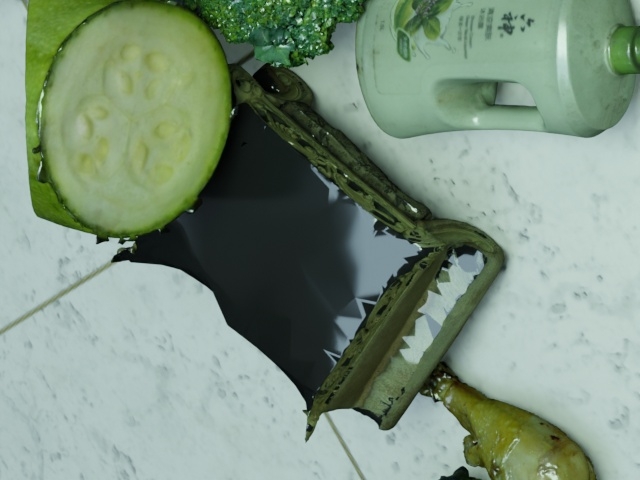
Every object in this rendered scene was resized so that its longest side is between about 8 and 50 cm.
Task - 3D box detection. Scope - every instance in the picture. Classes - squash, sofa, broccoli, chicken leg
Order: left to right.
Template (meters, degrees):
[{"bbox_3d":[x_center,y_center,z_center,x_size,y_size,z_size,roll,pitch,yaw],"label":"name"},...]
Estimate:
[{"bbox_3d":[-0.202,-0.110,1.297,0.260,0.189,0.189,19,125,45],"label":"squash"},{"bbox_3d":[-0.027,-0.221,1.237,0.195,0.156,0.195,-1,88,32],"label":"broccoli"},{"bbox_3d":[0.000,0.000,1.373,0.258,0.182,0.200,41,117,20],"label":"sofa"},{"bbox_3d":[0.142,0.160,1.371,0.178,0.070,0.093,40,141,30],"label":"chicken leg"}]

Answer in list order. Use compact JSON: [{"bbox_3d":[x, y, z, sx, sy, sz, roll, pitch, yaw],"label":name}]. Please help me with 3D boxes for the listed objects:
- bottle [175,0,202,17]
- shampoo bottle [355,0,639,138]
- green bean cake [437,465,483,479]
[{"bbox_3d":[-0.110,-0.261,1.350,0.093,0.093,0.330,41,134,19],"label":"bottle"},{"bbox_3d":[0.137,-0.127,1.192,0.234,0.087,0.118,4,105,42],"label":"shampoo bottle"},{"bbox_3d":[0.058,0.335,1.404,0.156,0.250,0.247,41,135,18],"label":"green bean cake"}]
